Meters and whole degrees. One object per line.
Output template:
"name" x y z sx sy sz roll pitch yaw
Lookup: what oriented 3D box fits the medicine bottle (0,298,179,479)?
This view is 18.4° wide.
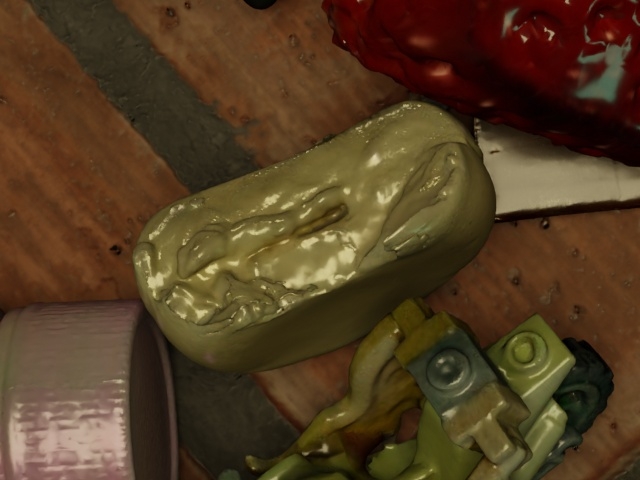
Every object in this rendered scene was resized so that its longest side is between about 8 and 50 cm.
"medicine bottle" -0.310 0.152 1.466 0.388 0.219 0.219 -3 91 6

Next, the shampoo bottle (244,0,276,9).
"shampoo bottle" 0.015 -0.306 1.486 0.101 0.101 0.284 43 94 4

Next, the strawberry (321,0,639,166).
"strawberry" 0.190 -0.199 1.399 0.345 0.295 0.317 39 66 -30

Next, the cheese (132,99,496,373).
"cheese" 0.000 0.000 1.434 0.266 0.233 0.127 -28 78 3

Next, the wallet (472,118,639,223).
"wallet" 0.206 -0.065 1.507 0.176 0.026 0.095 -7 91 3

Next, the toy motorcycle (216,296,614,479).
"toy motorcycle" 0.032 0.199 1.435 0.410 0.237 0.169 -41 60 4
